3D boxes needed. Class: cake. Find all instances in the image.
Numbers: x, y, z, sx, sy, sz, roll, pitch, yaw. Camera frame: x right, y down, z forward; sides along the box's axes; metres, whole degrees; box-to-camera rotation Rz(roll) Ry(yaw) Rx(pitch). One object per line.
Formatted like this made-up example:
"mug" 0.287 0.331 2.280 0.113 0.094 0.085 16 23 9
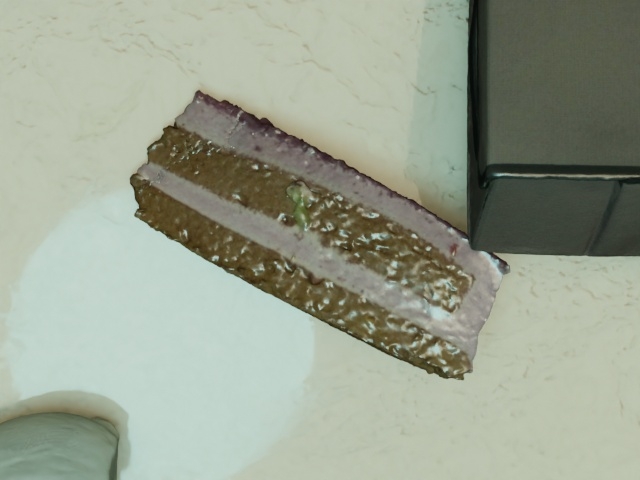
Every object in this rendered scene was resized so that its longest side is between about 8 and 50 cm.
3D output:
"cake" 0.000 0.000 1.168 0.295 0.113 0.116 30 85 7

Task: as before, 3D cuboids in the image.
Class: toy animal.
"toy animal" -0.279 0.204 1.119 0.282 0.140 0.138 -9 62 -10

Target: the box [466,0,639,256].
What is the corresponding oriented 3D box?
"box" 0.196 -0.126 1.090 0.188 0.153 0.252 0 67 -1
